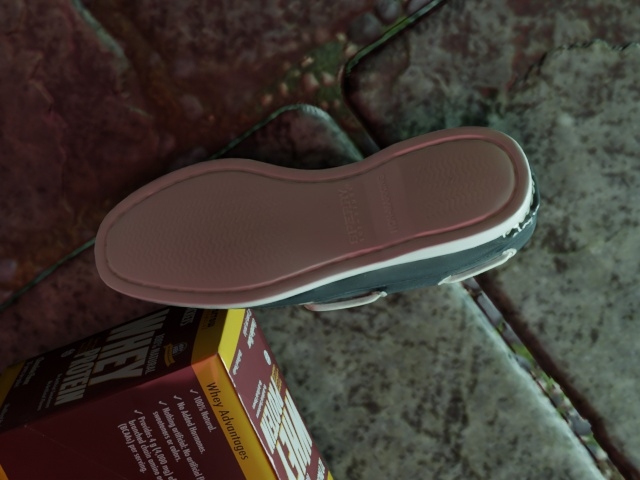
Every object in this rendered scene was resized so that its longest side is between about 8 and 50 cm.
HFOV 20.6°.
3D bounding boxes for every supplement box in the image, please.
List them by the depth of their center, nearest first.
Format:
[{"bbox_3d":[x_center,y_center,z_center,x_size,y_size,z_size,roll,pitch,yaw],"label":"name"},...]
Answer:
[{"bbox_3d":[-0.114,0.164,1.261,0.194,0.129,0.191,-21,108,11],"label":"supplement box"}]

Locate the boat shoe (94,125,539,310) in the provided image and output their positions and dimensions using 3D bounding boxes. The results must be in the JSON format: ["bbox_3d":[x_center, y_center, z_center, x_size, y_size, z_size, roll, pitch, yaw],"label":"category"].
[{"bbox_3d":[0.000,0.000,1.205,0.302,0.091,0.114,-6,67,11],"label":"boat shoe"}]
